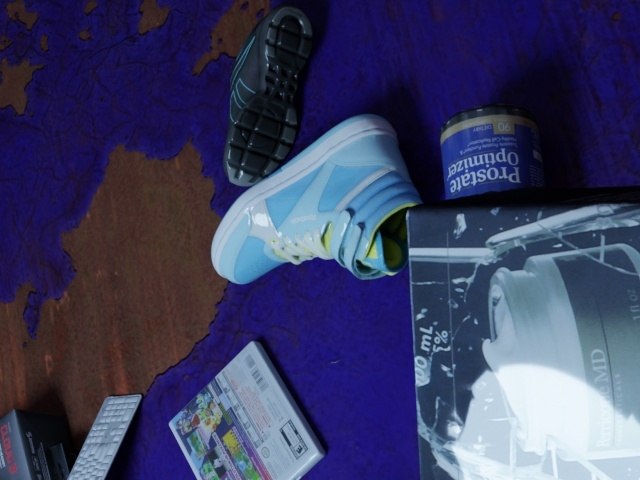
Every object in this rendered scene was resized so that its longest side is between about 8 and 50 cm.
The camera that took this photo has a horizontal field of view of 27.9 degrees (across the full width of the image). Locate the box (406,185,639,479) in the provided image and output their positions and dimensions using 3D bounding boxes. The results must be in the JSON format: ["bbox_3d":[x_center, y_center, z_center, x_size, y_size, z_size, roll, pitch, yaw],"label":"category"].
[{"bbox_3d":[0.360,0.186,1.199,0.472,0.297,0.480,-1,95,38],"label":"box"}]

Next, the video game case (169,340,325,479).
[{"bbox_3d":[-0.104,0.270,1.761,0.183,0.023,0.201,-45,56,17],"label":"video game case"}]

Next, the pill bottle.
[{"bbox_3d":[0.214,-0.044,1.561,0.123,0.123,0.219,-17,67,31],"label":"pill bottle"}]

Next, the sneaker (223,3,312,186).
[{"bbox_3d":[-0.084,-0.207,1.863,0.106,0.101,0.267,13,84,60],"label":"sneaker"}]

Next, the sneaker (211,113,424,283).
[{"bbox_3d":[0.000,0.000,1.703,0.319,0.127,0.208,-41,55,20],"label":"sneaker"}]

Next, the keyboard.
[{"bbox_3d":[-0.327,0.326,1.840,0.072,0.014,0.256,-14,41,36],"label":"keyboard"}]

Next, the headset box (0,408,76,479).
[{"bbox_3d":[-0.472,0.404,1.932,0.293,0.110,0.218,-35,59,23],"label":"headset box"}]
